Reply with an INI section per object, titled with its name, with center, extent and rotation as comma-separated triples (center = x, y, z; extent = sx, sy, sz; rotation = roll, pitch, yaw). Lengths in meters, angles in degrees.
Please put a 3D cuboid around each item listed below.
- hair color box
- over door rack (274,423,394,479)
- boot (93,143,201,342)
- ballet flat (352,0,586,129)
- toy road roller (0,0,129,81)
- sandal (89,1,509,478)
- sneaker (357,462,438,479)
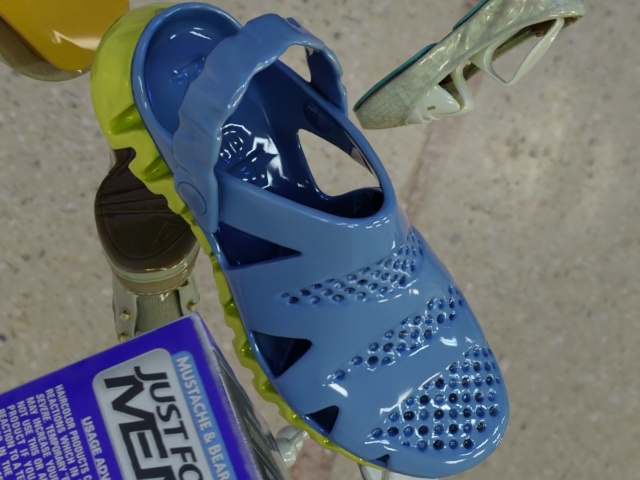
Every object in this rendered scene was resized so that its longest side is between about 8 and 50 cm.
[hair color box]
center = -0.177, 0.168, 0.625
extent = 0.338, 0.110, 0.185
rotation = -21, 156, -2
[over door rack]
center = 0.023, 0.188, 0.975
extent = 0.108, 0.239, 0.324
rotation = -2, 86, 3
[boot]
center = -0.116, 0.018, 0.937
extent = 0.077, 0.213, 0.165
rotation = -3, 122, -8
[ballet flat]
center = 0.090, -0.107, 0.828
extent = 0.168, 0.052, 0.057
rotation = -39, 167, 27
[toy road roller]
center = -0.326, -0.203, 0.966
extent = 0.241, 0.202, 0.329
rotation = -51, 131, -7
[sandal]
center = 0.000, 0.000, 0.720
extent = 0.126, 0.138, 0.317
rotation = -43, 102, -25
[sneaker]
center = 0.087, 0.152, 1.321
extent = 0.129, 0.297, 0.111
rotation = -13, 155, 6
